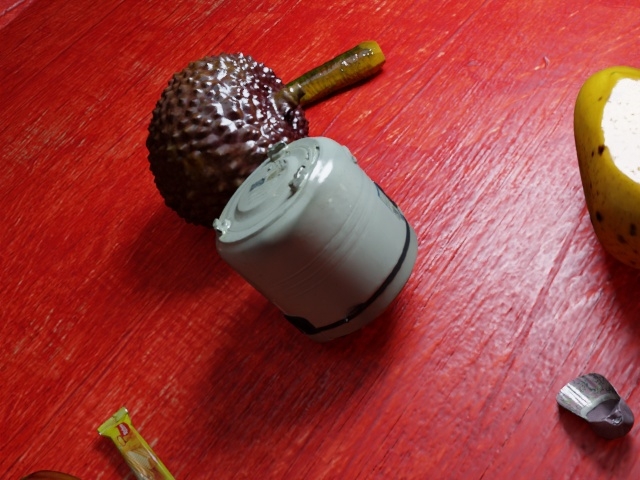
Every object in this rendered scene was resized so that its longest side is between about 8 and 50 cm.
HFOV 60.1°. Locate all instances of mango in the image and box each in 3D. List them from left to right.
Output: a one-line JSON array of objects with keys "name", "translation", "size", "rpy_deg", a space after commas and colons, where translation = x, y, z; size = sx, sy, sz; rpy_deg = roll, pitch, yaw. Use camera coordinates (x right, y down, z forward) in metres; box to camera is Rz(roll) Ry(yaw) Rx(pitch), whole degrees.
[{"name": "mango", "translation": [0.387, -0.086, 0.655], "size": [0.160, 0.191, 0.290], "rpy_deg": [-20, 53, 20]}]

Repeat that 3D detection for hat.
[{"name": "hat", "translation": [0.301, 0.183, 0.600], "size": [0.058, 0.042, 0.087], "rpy_deg": [-35, 15, -8]}]

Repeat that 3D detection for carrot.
[{"name": "carrot", "translation": [-0.023, -0.295, 1.085], "size": [0.314, 0.066, 0.066], "rpy_deg": [-27, 49, 8]}]

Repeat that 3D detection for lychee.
[{"name": "lychee", "translation": [-0.147, -0.158, 0.898], "size": [0.304, 0.276, 0.275], "rpy_deg": [-34, 46, 25]}]

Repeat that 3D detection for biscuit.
[{"name": "biscuit", "translation": [-0.207, 0.321, 0.723], "size": [0.048, 0.026, 0.292], "rpy_deg": [-34, 46, -29]}]

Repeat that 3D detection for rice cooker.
[{"name": "rice cooker", "translation": [0.000, 0.000, 0.737], "size": [0.226, 0.244, 0.226], "rpy_deg": [-37, 26, 22]}]

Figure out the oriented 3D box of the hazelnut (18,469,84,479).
[{"name": "hazelnut", "translation": [-0.332, 0.381, 0.633], "size": [0.181, 0.181, 0.212], "rpy_deg": [0, 43, 47]}]
